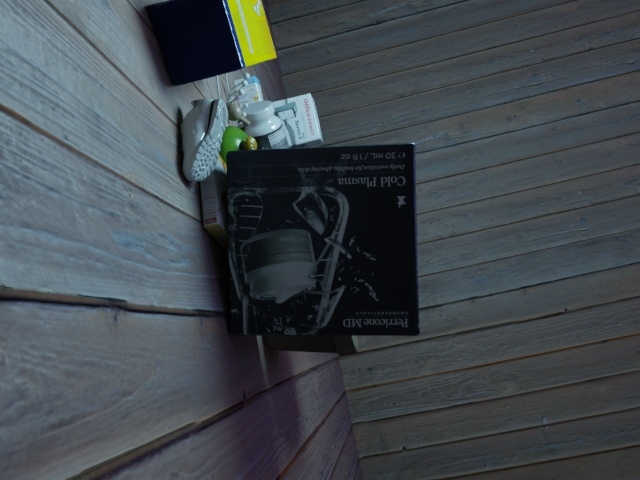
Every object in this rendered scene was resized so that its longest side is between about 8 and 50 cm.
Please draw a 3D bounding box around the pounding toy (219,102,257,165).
[{"bbox_3d":[-0.228,-0.294,1.599,0.183,0.110,0.236,23,69,-71],"label":"pounding toy"}]

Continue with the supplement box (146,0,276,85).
[{"bbox_3d":[-0.271,-0.552,1.369,0.356,0.194,0.195,-69,147,-65],"label":"supplement box"}]

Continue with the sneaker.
[{"bbox_3d":[-0.301,-0.246,1.251,0.090,0.095,0.235,77,22,-62],"label":"sneaker"}]

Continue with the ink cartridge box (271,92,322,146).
[{"bbox_3d":[-0.153,-0.507,2.255,0.121,0.289,0.211,-15,92,-85],"label":"ink cartridge box"}]

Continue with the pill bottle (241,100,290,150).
[{"bbox_3d":[-0.217,-0.405,2.052,0.162,0.162,0.278,-95,169,-57],"label":"pill bottle"}]

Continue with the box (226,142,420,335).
[{"bbox_3d":[0.016,0.002,1.381,0.297,0.480,0.471,-4,92,-83],"label":"box"}]

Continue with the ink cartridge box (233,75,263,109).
[{"bbox_3d":[-0.288,-0.587,2.093,0.090,0.092,0.143,-60,136,-82],"label":"ink cartridge box"}]

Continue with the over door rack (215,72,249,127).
[{"bbox_3d":[-0.311,-0.561,1.718,0.239,0.108,0.324,-95,171,-59],"label":"over door rack"}]

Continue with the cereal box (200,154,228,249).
[{"bbox_3d":[-0.272,-0.114,1.368,0.173,0.048,0.240,67,12,-69],"label":"cereal box"}]

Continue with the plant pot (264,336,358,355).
[{"bbox_3d":[-0.044,0.237,1.687,0.323,0.281,0.323,-12,90,-84],"label":"plant pot"}]
